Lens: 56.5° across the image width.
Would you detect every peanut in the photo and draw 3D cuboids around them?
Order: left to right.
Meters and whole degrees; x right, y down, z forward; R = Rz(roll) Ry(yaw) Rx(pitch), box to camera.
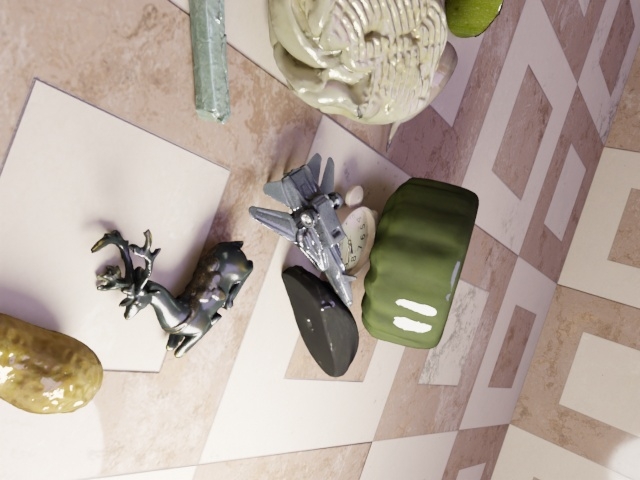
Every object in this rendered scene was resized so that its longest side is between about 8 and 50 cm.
[{"bbox_3d":[-0.342,0.142,0.683,0.095,0.108,0.226,-59,141,-9],"label":"peanut"}]

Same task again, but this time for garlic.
[{"bbox_3d":[0.192,-0.308,1.201,0.267,0.128,0.148,-55,141,-13],"label":"garlic"}]

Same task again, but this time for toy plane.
[{"bbox_3d":[0.007,-0.002,1.010,0.212,0.088,0.267,-36,103,-38],"label":"toy plane"}]

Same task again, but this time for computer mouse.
[{"bbox_3d":[0.013,0.147,1.133,0.086,0.137,0.270,-34,132,-22],"label":"computer mouse"}]

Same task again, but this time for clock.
[{"bbox_3d":[0.047,-0.002,1.184,0.155,0.063,0.229,-20,123,-51],"label":"clock"}]

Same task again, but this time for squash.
[{"bbox_3d":[0.323,-0.543,1.275,0.085,0.184,0.192,6,100,-14],"label":"squash"}]

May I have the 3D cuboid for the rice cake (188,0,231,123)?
[{"bbox_3d":[-0.150,-0.282,0.804,0.042,0.045,0.245,-27,125,-48],"label":"rice cake"}]

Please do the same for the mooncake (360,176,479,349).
[{"bbox_3d":[0.200,0.041,1.228,0.351,0.187,0.352,18,90,-76],"label":"mooncake"}]

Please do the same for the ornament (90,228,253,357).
[{"bbox_3d":[-0.206,0.038,0.842,0.202,0.080,0.236,-55,142,-16],"label":"ornament"}]

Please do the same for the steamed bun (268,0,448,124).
[{"bbox_3d":[0.042,-0.336,0.908,0.275,0.206,0.320,-34,132,-21],"label":"steamed bun"}]
